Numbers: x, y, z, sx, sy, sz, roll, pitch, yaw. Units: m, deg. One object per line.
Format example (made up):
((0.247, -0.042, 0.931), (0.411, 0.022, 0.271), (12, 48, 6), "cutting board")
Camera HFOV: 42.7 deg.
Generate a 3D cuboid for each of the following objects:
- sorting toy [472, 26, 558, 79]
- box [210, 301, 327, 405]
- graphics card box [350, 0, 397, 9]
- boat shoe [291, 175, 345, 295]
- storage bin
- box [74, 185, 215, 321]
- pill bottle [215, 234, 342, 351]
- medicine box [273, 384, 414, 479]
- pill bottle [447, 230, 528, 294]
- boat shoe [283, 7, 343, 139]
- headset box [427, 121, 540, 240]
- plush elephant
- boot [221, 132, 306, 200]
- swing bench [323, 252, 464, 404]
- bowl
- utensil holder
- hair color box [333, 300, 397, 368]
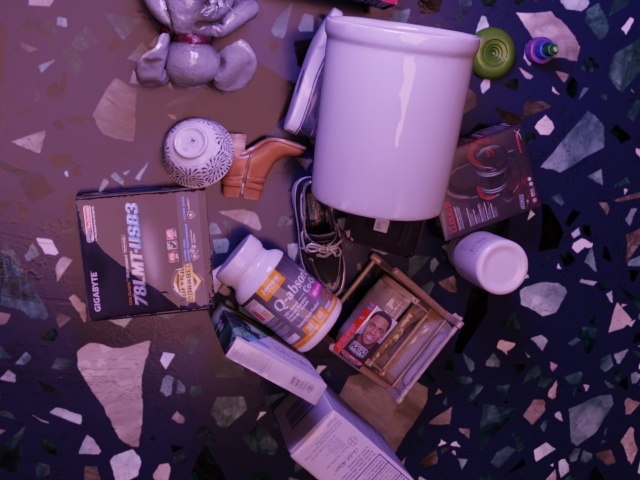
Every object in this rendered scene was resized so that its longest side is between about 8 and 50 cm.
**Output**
((0.408, -0.450, 1.963), (0.365, 0.126, 0.127), (-5, 101, -11), "sorting toy")
((-0.127, 0.250, 1.865), (0.232, 0.322, 0.058), (32, 89, -17), "box")
((0.008, -0.658, 1.776), (0.371, 0.094, 0.233), (9, 96, -17), "graphics card box")
((0.004, -0.001, 1.961), (0.113, 0.105, 0.306), (-9, 102, -11), "boat shoe")
((0.156, -0.043, 1.959), (0.180, 0.084, 0.122), (16, 107, 9), "storage bin")
((-0.402, 0.027, 1.894), (0.293, 0.073, 0.296), (-5, 100, -13), "box")
((-0.099, 0.122, 1.926), (0.278, 0.162, 0.162), (40, 90, -10), "pill bottle")
((0.051, 0.498, 1.979), (0.149, 0.263, 0.289), (-46, 106, -1), "medicine box")
((0.397, 0.045, 1.994), (0.131, 0.229, 0.131), (-2, 100, -12), "pill bottle")
((0.010, -0.380, 1.895), (0.102, 0.108, 0.301), (17, 98, -15), "boat shoe")
((0.365, -0.142, 2.015), (0.293, 0.110, 0.218), (-19, 104, -9), "headset box")
((-0.270, -0.446, 1.751), (0.271, 0.330, 0.255), (9, 116, -21), "plush elephant")
((-0.136, -0.168, 1.920), (0.197, 0.073, 0.152), (5, 98, -1), "boot")
((0.166, 0.215, 2.012), (0.254, 0.165, 0.253), (40, 89, -21), "swing bench")
((-0.284, -0.210, 1.837), (0.170, 0.080, 0.170), (-1, 77, 3), "bowl")
((0.150, -0.271, 1.781), (0.327, 0.327, 0.385), (3, 110, -13), "utensil holder")
((0.103, 0.218, 1.883), (0.072, 0.043, 0.141), (39, 90, -20), "hair color box")
